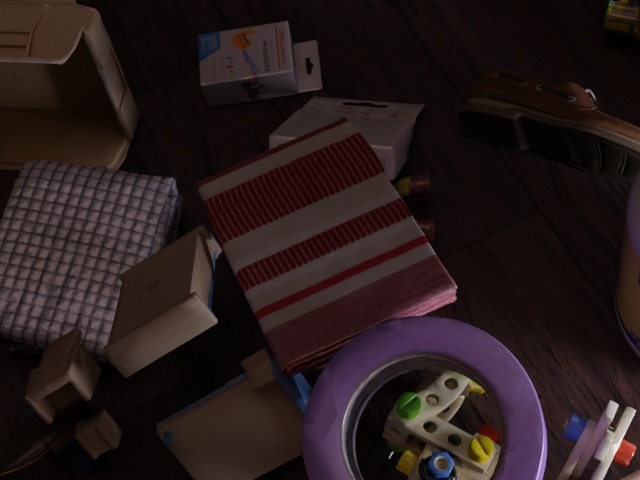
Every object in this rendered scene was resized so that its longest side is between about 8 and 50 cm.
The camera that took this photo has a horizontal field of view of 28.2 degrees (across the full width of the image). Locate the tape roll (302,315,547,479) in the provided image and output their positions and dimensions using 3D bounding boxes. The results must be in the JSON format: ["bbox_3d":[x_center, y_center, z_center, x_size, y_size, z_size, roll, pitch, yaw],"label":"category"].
[{"bbox_3d":[0.121,0.229,1.465,0.274,0.090,0.275,-3,75,10],"label":"tape roll"}]

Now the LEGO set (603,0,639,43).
[{"bbox_3d":[0.541,-0.442,1.840,0.192,0.331,0.255,15,42,15],"label":"LEGO set"}]

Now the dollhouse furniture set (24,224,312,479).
[{"bbox_3d":[-0.164,0.191,1.651,0.286,0.303,0.198,-31,23,13],"label":"dollhouse furniture set"}]

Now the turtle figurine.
[{"bbox_3d":[0.049,-0.052,1.794,0.217,0.087,0.269,-4,55,4],"label":"turtle figurine"}]

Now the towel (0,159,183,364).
[{"bbox_3d":[-0.333,0.037,1.786,0.235,0.121,0.284,10,66,6],"label":"towel"}]

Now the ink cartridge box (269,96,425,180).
[{"bbox_3d":[0.043,-0.152,1.841,0.181,0.056,0.225,6,21,14],"label":"ink cartridge box"}]

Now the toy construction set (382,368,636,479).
[{"bbox_3d":[0.215,0.242,1.569,0.327,0.151,0.215,19,55,24],"label":"toy construction set"}]

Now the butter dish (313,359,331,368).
[{"bbox_3d":[0.032,0.074,1.672,0.160,0.118,0.160,-22,20,1],"label":"butter dish"}]

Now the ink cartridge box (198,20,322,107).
[{"bbox_3d":[-0.093,-0.275,1.967,0.181,0.061,0.104,-9,59,3],"label":"ink cartridge box"}]

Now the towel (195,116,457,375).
[{"bbox_3d":[0.000,0.000,1.621,0.237,0.037,0.329,-24,53,-7],"label":"towel"}]

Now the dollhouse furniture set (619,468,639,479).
[{"bbox_3d":[0.371,0.379,1.455,0.123,0.144,0.151,-27,23,-8],"label":"dollhouse furniture set"}]

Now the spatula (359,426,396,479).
[{"bbox_3d":[0.031,0.346,1.594,0.084,0.030,0.296,25,66,20],"label":"spatula"}]

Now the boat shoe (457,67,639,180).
[{"bbox_3d":[0.353,-0.176,1.808,0.307,0.111,0.104,20,66,19],"label":"boat shoe"}]

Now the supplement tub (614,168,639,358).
[{"bbox_3d":[0.487,0.011,1.545,0.241,0.331,0.241,-4,59,7],"label":"supplement tub"}]

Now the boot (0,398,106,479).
[{"bbox_3d":[-0.388,0.287,1.687,0.219,0.082,0.106,-28,37,-3],"label":"boot"}]

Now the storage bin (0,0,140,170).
[{"bbox_3d":[-0.428,-0.224,1.874,0.260,0.262,0.123,4,58,11],"label":"storage bin"}]
